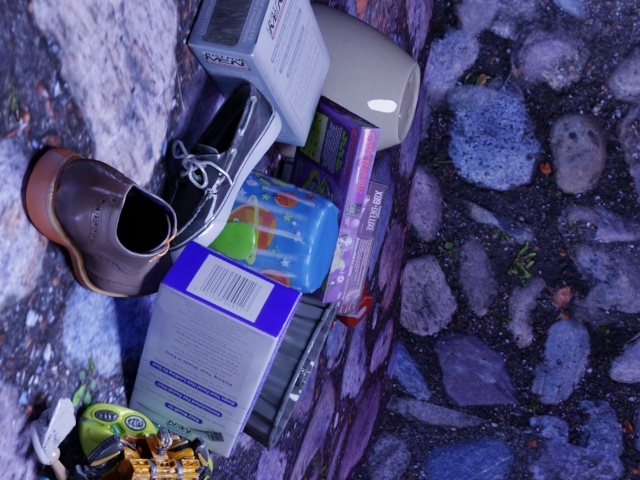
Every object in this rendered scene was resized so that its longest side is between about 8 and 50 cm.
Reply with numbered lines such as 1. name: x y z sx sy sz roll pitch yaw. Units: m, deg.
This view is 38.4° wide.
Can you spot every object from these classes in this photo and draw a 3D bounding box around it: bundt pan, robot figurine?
1. bundt pan: -0.083 0.238 1.815 0.331 0.124 0.330 24 90 -83
2. robot figurine: -0.272 0.391 1.321 0.211 0.085 0.291 10 119 -37

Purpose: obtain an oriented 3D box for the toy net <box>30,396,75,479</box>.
1. toy net: -0.378 0.316 1.210 0.122 0.045 0.232 -13 114 -71

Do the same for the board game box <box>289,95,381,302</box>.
1. board game box: 0.006 -0.081 1.746 0.208 0.056 0.346 44 -53 53

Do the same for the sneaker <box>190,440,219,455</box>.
1. sneaker: -0.217 0.343 1.763 0.215 0.084 0.083 97 11 -60

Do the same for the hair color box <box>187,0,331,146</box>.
1. hair color box: -0.088 -0.317 1.552 0.374 0.114 0.185 56 49 -71

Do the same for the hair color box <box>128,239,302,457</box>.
1. hair color box: -0.168 0.174 1.405 0.110 0.185 0.339 -62 177 -47

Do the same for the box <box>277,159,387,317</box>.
1. box: 0.000 0.000 1.978 0.242 0.076 0.307 10 95 -36

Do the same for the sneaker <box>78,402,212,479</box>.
1. sneaker: -0.289 0.331 1.432 0.109 0.123 0.295 -63 143 -18

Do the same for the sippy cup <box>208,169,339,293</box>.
1. sippy cup: -0.095 -0.012 1.592 0.305 0.224 0.240 -61 160 -46

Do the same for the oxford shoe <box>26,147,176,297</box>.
1. oxford shoe: -0.250 0.005 1.210 0.363 0.133 0.130 62 43 -69

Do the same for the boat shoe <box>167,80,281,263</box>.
1. boat shoe: -0.172 -0.110 1.417 0.306 0.113 0.105 -54 141 -13

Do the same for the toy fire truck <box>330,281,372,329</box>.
1. toy fire truck: -0.022 0.168 2.211 0.254 0.169 0.302 -48 159 -9

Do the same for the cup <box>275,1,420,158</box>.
1. cup: 0.072 -0.309 1.909 0.331 0.237 0.331 13 90 -76
